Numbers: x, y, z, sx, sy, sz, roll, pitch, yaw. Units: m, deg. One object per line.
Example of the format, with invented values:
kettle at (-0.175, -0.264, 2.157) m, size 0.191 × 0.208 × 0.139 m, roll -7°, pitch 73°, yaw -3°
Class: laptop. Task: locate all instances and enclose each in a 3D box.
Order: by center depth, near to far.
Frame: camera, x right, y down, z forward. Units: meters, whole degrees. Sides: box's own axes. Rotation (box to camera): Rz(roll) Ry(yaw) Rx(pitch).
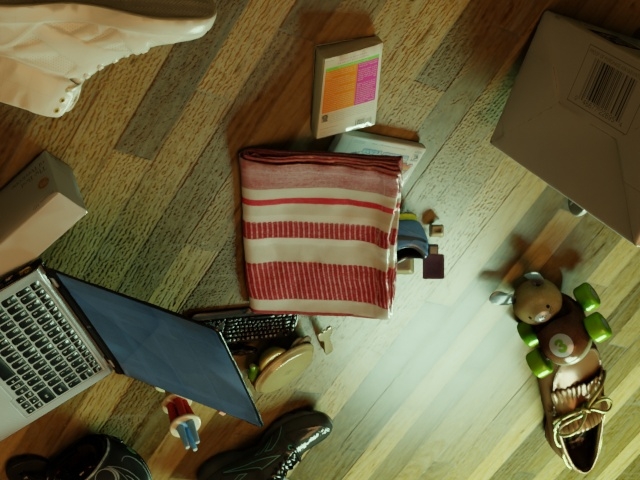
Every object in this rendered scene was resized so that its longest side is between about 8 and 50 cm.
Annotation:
laptop at (-0.337, 0.220, 1.775) m, size 0.407 × 0.236 × 0.382 m, roll -32°, pitch 153°, yaw -9°

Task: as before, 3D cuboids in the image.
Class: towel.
towel at (0.000, 0.000, 1.900) m, size 0.237 × 0.037 × 0.329 m, roll 3°, pitch 133°, yaw 3°

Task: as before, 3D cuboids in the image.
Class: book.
book at (0.038, -0.215, 1.781) m, size 0.096 × 0.035 × 0.144 m, roll -14°, pitch 136°, yaw -20°

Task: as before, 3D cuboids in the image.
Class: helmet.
helmet at (-0.357, 0.418, 2.079) m, size 0.169 × 0.169 × 0.161 m, roll -33°, pitch 119°, yaw 4°

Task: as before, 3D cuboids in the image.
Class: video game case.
video game case at (0.065, -0.099, 1.915) m, size 0.157 × 0.019 × 0.143 m, roll 7°, pitch 127°, yaw -33°

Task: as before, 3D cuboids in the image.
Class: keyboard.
keyboard at (-0.125, 0.155, 2.045) m, size 0.192 × 0.038 × 0.100 m, roll -4°, pitch 132°, yaw -24°

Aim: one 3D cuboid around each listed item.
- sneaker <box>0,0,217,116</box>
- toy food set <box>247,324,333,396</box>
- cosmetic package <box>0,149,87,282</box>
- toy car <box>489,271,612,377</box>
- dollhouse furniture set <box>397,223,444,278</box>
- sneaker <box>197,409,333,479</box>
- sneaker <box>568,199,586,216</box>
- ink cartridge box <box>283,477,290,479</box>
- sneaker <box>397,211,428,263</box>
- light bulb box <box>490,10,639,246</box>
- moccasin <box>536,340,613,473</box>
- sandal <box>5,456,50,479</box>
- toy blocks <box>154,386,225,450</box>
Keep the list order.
sneaker at (-0.280, -0.237, 1.546) m, size 0.292 × 0.108 × 0.169 m, roll 0°, pitch 133°, yaw -15°
toy food set at (-0.066, 0.206, 2.117) m, size 0.192 × 0.038 × 0.132 m, roll -35°, pitch 158°, yaw -11°
cosmetic package at (-0.425, -0.005, 1.687) m, size 0.239 × 0.099 × 0.060 m, roll -40°, pitch 137°, yaw 11°
toy car at (0.392, 0.125, 2.226) m, size 0.155 × 0.149 × 0.188 m, roll -35°, pitch 127°, yaw 22°
dollhouse furniture set at (0.145, 0.020, 2.080) m, size 0.114 × 0.091 × 0.081 m, roll 0°, pitch 177°, yaw 1°
sneaker at (-0.087, 0.404, 2.255) m, size 0.267 × 0.106 × 0.101 m, roll -32°, pitch 136°, yaw 1°
sneaker at (0.469, -0.100, 2.104) m, size 0.061 × 0.054 × 0.152 m, roll 4°, pitch 128°, yaw -34°
ink cartridge box at (-0.123, 0.530, 2.371) m, size 0.190 × 0.082 × 0.139 m, roll -41°, pitch 137°, yaw 11°
sneaker at (0.067, 0.017, 1.969) m, size 0.209 × 0.082 × 0.069 m, roll -12°, pitch 151°, yaw -9°
light bulb box at (0.513, -0.142, 1.840) m, size 0.361 × 0.358 × 0.225 m, roll 8°, pitch 113°, yaw -34°
moccasin at (0.498, 0.324, 2.455) m, size 0.139 × 0.147 × 0.380 m, roll -17°, pitch 136°, yaw -12°
sandal at (-0.466, 0.418, 2.112) m, size 0.067 × 0.040 × 0.179 m, roll -27°, pitch 138°, yaw -2°
toy blocks at (-0.193, 0.265, 2.032) m, size 0.123 × 0.148 × 0.054 m, roll -19°, pitch 137°, yaw -11°
